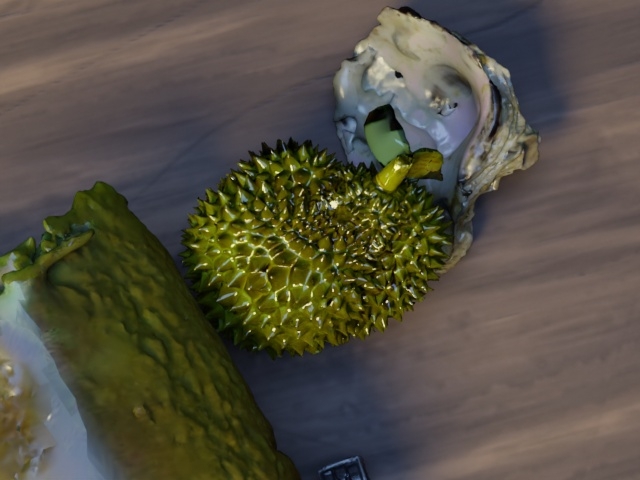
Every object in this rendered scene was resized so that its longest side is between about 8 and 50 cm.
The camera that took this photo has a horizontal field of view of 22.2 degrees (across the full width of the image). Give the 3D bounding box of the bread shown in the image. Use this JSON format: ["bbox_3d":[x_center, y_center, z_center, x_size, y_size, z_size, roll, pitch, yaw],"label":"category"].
[{"bbox_3d":[-0.142,0.162,1.076,0.251,0.208,0.376,-21,78,-41],"label":"bread"}]

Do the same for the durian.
[{"bbox_3d":[0.001,0.010,1.145,0.198,0.159,0.146,-13,68,6],"label":"durian"}]

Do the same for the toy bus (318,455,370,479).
[{"bbox_3d":[0.036,0.220,1.166,0.037,0.052,0.130,-21,79,3],"label":"toy bus"}]

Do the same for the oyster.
[{"bbox_3d":[0.083,-0.073,1.211,0.163,0.081,0.191,12,97,27],"label":"oyster"}]
